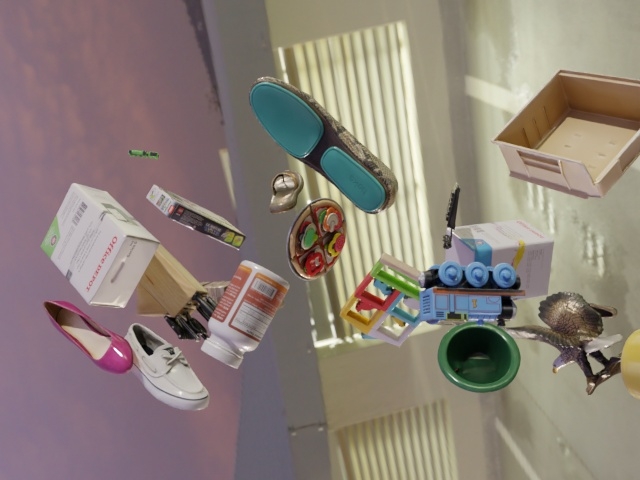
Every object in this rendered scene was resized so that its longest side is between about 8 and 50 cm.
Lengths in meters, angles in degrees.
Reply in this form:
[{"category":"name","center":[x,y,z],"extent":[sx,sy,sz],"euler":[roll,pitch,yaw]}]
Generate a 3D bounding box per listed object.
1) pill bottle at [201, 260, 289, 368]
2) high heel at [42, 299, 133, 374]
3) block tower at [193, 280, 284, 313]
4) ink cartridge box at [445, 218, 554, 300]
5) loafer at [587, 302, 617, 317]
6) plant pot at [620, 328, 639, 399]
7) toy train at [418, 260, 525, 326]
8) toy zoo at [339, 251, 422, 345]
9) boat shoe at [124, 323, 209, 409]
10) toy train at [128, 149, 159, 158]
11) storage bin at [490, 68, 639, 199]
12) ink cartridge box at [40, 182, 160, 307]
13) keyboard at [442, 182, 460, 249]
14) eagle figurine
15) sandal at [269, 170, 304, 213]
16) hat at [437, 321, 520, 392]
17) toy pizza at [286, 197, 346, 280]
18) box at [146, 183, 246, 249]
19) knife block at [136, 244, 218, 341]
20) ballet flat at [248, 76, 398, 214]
[{"category":"pill bottle","center":[-0.168,0.162,1.430],"extent":[0.216,0.121,0.121],"euler":[-61,-2,-10]},{"category":"high heel","center":[-0.494,0.201,1.389],"extent":[0.244,0.082,0.117],"euler":[34,172,37]},{"category":"block tower","center":[-0.286,0.183,2.139],"extent":[0.091,0.335,0.097],"euler":[-24,-71,-61]},{"category":"ink cartridge box","center":[0.558,0.066,2.067],"extent":[0.198,0.270,0.197],"euler":[-124,29,-64]},{"category":"loafer","center":[0.764,0.199,1.840],"extent":[0.039,0.125,0.045],"euler":[-10,-83,-58]},{"category":"plant pot","center":[0.808,0.280,1.428],"extent":[0.239,0.254,0.254],"euler":[-5,100,59]},{"category":"toy train","center":[0.252,0.091,1.100],"extent":[0.080,0.184,0.105],"euler":[147,125,-74]},{"category":"toy zoo","center":[0.179,0.175,1.742],"extent":[0.293,0.192,0.030],"euler":[-57,8,39]},{"category":"boat shoe","center":[-0.329,0.263,1.394],"extent":[0.267,0.096,0.088],"euler":[29,112,39]},{"category":"toy train","center":[-0.461,-0.225,1.706],"extent":[0.024,0.083,0.017],"euler":[81,-164,-80]},{"category":"storage bin","center":[0.583,-0.243,1.482],"extent":[0.260,0.262,0.123],"euler":[29,159,50]},{"category":"ink cartridge box","center":[-0.553,0.012,1.636],"extent":[0.273,0.198,0.115],"euler":[37,-168,33]},{"category":"keyboard","center":[0.373,-0.066,1.884],"extent":[0.317,0.033,0.201],"euler":[-25,-58,-77]},{"category":"eagle figurine","center":[0.653,0.264,1.751],"extent":[0.226,0.225,0.298],"euler":[21,-156,-54]},{"category":"sandal","center":[-0.077,-0.112,1.362],"extent":[0.180,0.072,0.049],"euler":[-82,-27,-62]},{"category":"hat","center":[0.348,0.296,1.463],"extent":[0.183,0.173,0.208],"euler":[82,-156,-45]},{"category":"toy pizza","center":[0.000,0.000,1.534],"extent":[0.032,0.201,0.201],"euler":[20,132,40]},{"category":"box","center":[-0.269,-0.050,1.434],"extent":[0.114,0.036,0.207],"euler":[35,-175,43]},{"category":"knife block","center":[-0.354,0.128,1.716],"extent":[0.088,0.242,0.276],"euler":[39,-132,-75]},{"category":"ballet flat","center":[0.018,-0.264,1.769],"extent":[0.483,0.164,0.182],"euler":[41,-148,-1]}]
